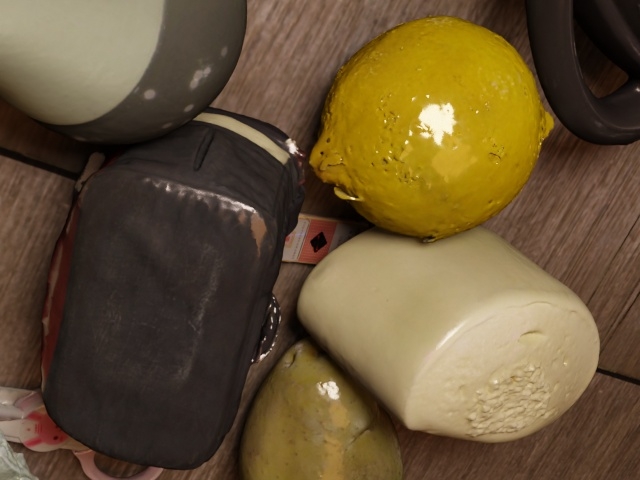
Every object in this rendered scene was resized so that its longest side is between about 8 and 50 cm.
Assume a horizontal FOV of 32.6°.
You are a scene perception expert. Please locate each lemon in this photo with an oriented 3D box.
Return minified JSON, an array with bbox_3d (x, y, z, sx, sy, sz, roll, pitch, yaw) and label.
[{"bbox_3d":[0.086,-0.089,0.877,0.206,0.173,0.173,-27,125,-19],"label":"lemon"}]

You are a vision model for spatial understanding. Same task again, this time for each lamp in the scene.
[{"bbox_3d":[-0.182,-0.161,0.675,0.314,0.182,0.182,9,113,-50],"label":"lamp"}]

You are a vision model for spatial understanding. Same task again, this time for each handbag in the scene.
[{"bbox_3d":[-0.115,0.027,0.839,0.181,0.181,0.254,14,115,0],"label":"handbag"}]

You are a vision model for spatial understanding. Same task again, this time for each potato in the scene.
[{"bbox_3d":[0.000,0.184,0.998,0.157,0.157,0.194,-12,119,-20],"label":"potato"}]

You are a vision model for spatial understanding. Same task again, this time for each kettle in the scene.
[{"bbox_3d":[0.267,-0.219,0.884,0.268,0.207,0.290,-45,135,-7],"label":"kettle"}]

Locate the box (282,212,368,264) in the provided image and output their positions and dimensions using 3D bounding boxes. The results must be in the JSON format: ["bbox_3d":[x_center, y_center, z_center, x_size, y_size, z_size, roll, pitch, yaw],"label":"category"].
[{"bbox_3d":[0.000,0.000,0.981,0.083,0.012,0.046,6,114,-30],"label":"box"}]

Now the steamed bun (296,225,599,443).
[{"bbox_3d":[0.119,0.064,0.957,0.250,0.200,0.155,13,114,-45],"label":"steamed bun"}]

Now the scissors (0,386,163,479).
[{"bbox_3d":[-0.233,0.155,0.939,0.242,0.030,0.118,14,110,-32],"label":"scissors"}]

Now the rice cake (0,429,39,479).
[{"bbox_3d":[-0.336,0.245,0.916,0.211,0.038,0.124,-25,131,-3],"label":"rice cake"}]
